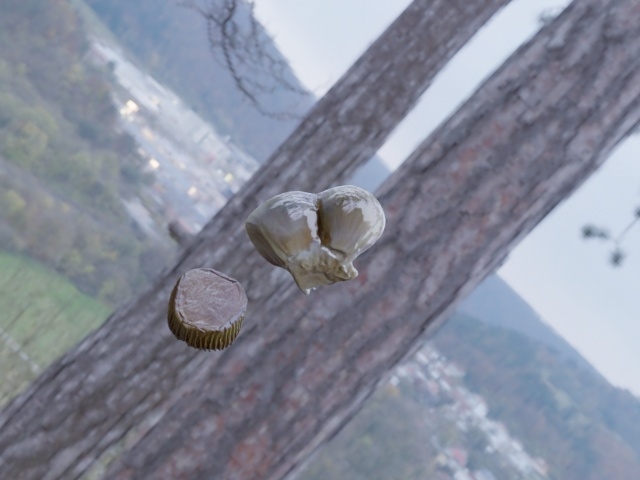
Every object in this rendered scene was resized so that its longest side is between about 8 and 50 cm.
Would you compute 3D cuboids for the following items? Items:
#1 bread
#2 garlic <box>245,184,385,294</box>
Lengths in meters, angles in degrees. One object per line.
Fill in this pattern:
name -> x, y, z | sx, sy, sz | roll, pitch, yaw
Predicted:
bread -> -0.116, 0.074, 1.142 | 0.085, 0.085, 0.053 | 46, -31, 22
garlic -> -0.004, -0.012, 1.419 | 0.099, 0.175, 0.124 | -107, 179, -65
